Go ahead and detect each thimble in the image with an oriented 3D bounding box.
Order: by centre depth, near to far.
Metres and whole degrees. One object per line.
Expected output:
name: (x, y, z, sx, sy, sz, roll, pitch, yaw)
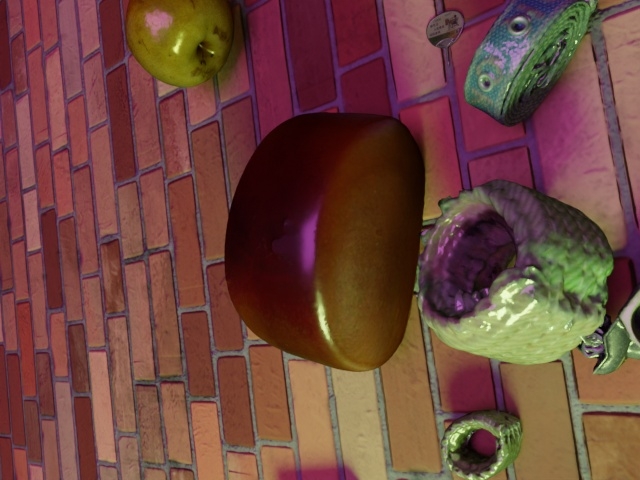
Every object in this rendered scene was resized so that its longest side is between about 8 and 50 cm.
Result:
thimble: (0.221, 0.039, 0.687, 0.219, 0.150, 0.218, -45, 36, 47)
thimble: (0.221, 0.274, 0.788, 0.110, 0.062, 0.084, -50, 60, 28)

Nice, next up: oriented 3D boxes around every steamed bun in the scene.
steamed bun: (0.000, 0.000, 0.848, 0.235, 0.248, 0.378, 11, 98, 39)

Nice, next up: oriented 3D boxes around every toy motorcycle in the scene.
toy motorcycle: (0.397, 0.063, 0.627, 0.157, 0.091, 0.263, 39, 115, 29)

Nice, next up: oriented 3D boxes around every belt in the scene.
belt: (0.254, -0.224, 0.710, 0.082, 0.148, 0.163, 41, 143, 28)

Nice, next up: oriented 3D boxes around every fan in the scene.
fan: (0.189, -0.303, 0.847, 0.060, 0.003, 0.080, -41, 65, 33)

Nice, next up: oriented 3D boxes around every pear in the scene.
pear: (-0.269, -0.405, 1.097, 0.209, 0.209, 0.208, 0, 91, 39)
